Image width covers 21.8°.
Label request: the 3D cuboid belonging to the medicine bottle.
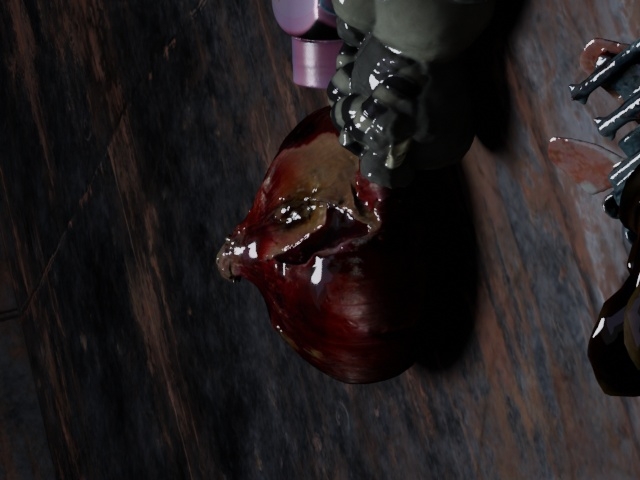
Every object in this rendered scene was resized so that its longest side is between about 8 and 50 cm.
[{"bbox_3d":[0.012,-0.243,1.575,0.119,0.094,0.188,-151,56,-60],"label":"medicine bottle"}]

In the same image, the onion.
[{"bbox_3d":[0.000,0.000,1.571,0.272,0.195,0.272,175,90,-75],"label":"onion"}]

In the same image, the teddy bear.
[{"bbox_3d":[0.071,-0.192,1.411,0.171,0.144,0.251,-111,25,-59],"label":"teddy bear"}]

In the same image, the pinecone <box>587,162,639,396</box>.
[{"bbox_3d":[0.301,0.038,0.677,0.397,0.397,0.398,171,90,-66],"label":"pinecone"}]

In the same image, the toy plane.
[{"bbox_3d":[0.275,-0.068,1.033,0.223,0.104,0.326,52,149,0],"label":"toy plane"}]
